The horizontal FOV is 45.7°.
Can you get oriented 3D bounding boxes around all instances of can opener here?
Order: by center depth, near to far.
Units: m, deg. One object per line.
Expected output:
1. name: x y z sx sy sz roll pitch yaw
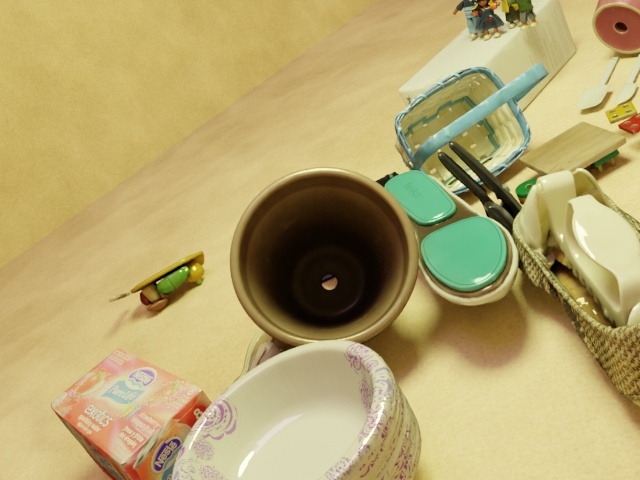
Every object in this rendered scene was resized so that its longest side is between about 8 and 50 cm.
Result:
1. can opener: 0.264 -0.086 1.220 0.059 0.186 0.073 -40 3 5

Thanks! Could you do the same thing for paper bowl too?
1. paper bowl: -0.018 0.262 0.882 0.284 0.148 0.284 -24 25 12

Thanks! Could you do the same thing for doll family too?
1. doll family: 0.368 -0.495 1.605 0.192 0.111 0.076 -10 32 28

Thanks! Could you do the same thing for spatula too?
1. spatula: 0.611 -0.327 1.494 0.168 0.019 0.242 -9 31 40

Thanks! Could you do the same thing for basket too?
1. basket: 0.265 -0.203 1.373 0.254 0.201 0.289 -33 -7 -6

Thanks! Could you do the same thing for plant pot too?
1. plant pot: 0.011 0.043 1.152 0.263 0.263 0.229 -31 -12 -3
2. plant pot: 0.660 -0.492 1.566 0.201 0.201 0.180 6 54 53

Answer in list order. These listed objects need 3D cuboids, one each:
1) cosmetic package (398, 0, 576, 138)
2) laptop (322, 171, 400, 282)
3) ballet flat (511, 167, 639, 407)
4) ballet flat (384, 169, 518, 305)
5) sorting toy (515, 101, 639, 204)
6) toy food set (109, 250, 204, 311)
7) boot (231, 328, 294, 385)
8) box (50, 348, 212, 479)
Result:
1. cosmetic package: 0.379 -0.382 1.699 0.217 0.156 0.385 2 40 50
2. laptop: 0.075 -0.027 1.513 0.234 0.137 0.264 -25 -1 9
3. ballet flat: 0.336 0.012 0.933 0.164 0.182 0.483 -27 24 8
4. ballet flat: 0.200 0.016 1.150 0.139 0.139 0.400 -29 28 1
5. sorting toy: 0.438 -0.143 1.291 0.274 0.046 0.132 -31 24 -1
6. toy food set: -0.339 0.104 1.667 0.217 0.071 0.128 -29 0 -4
7. boot: -0.042 0.195 1.129 0.165 0.077 0.213 -12 35 36
8. box: -0.253 0.280 1.104 0.142 0.154 0.300 -42 26 -26
